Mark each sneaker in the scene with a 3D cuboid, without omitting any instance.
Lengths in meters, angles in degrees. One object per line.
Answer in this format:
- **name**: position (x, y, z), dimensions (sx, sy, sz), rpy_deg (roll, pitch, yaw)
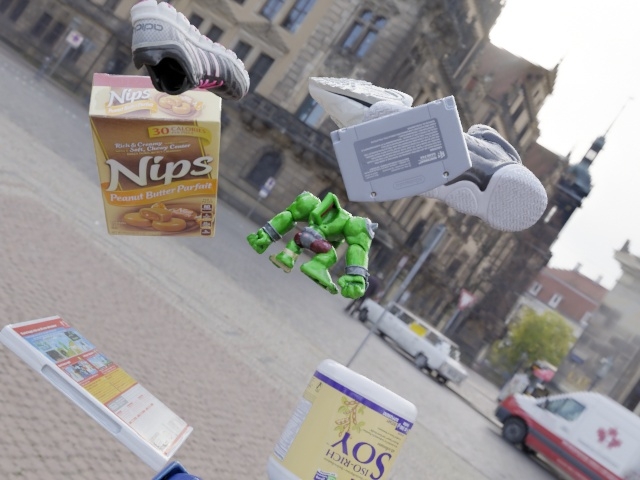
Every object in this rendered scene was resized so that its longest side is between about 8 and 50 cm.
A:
- **sneaker**: position (-0.141, -0.180, 0.812), dimensions (0.063, 0.075, 0.170), rpy_deg (-1, -18, 31)
- **sneaker**: position (0.053, -0.214, 1.264), dimensions (0.090, 0.095, 0.235), rpy_deg (-13, 30, -31)
- **sneaker**: position (0.172, -0.115, 1.027), dimensions (0.268, 0.101, 0.153), rpy_deg (27, 24, -11)

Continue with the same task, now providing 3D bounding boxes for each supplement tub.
- **supplement tub**: position (0.033, 0.447, 1.618), dimensions (0.241, 0.331, 0.241), rpy_deg (27, -8, 4)

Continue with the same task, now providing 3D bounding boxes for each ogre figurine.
- **ogre figurine**: position (0.000, 0.000, 1.091), dimensions (0.197, 0.118, 0.097), rpy_deg (18, -20, 49)

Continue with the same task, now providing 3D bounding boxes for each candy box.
- **candy box**: position (-0.253, -0.121, 1.204), dimensions (0.182, 0.088, 0.316), rpy_deg (1, -31, -9)

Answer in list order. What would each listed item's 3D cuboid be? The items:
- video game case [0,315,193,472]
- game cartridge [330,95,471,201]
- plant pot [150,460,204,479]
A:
- **video game case**: position (-0.318, 0.215, 1.116), dimensions (0.285, 0.025, 0.204), rpy_deg (40, -1, 2)
- **game cartridge**: position (0.053, -0.056, 0.498), dimensions (0.017, 0.083, 0.056), rpy_deg (-33, 108, -77)
- **plant pot**: position (-0.288, 0.605, 1.541), dimensions (0.212, 0.236, 0.236), rpy_deg (24, -32, 50)
